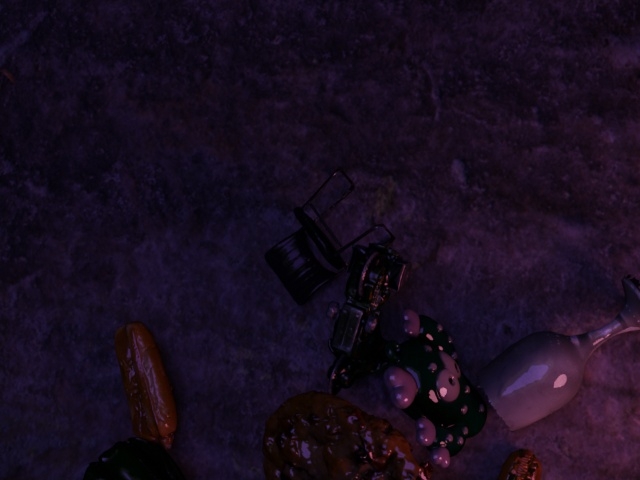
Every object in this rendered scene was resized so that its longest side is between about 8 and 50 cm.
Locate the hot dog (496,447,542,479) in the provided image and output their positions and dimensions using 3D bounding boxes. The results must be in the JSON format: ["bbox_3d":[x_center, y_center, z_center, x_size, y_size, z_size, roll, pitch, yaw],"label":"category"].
[{"bbox_3d":[0.323,0.442,1.808,0.072,0.055,0.188,15,81,14],"label":"hot dog"}]

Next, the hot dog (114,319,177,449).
[{"bbox_3d":[-0.316,0.268,1.985,0.102,0.076,0.249,-30,71,40],"label":"hot dog"}]

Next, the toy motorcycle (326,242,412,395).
[{"bbox_3d":[0.079,0.131,1.848,0.125,0.187,0.274,20,103,19],"label":"toy motorcycle"}]

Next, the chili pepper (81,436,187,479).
[{"bbox_3d":[-0.305,0.481,1.896,0.174,0.165,0.261,-34,80,-7],"label":"chili pepper"}]

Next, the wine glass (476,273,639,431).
[{"bbox_3d":[0.419,0.193,1.795,0.321,0.143,0.143,-30,73,5],"label":"wine glass"}]

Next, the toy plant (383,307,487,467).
[{"bbox_3d":[0.184,0.243,1.789,0.112,0.232,0.243,-28,101,30],"label":"toy plant"}]

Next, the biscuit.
[{"bbox_3d":[0.036,0.406,1.797,0.334,0.081,0.289,16,115,30],"label":"biscuit"}]

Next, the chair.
[{"bbox_3d":[0.000,0.000,1.931,0.221,0.145,0.140,-37,72,5],"label":"chair"}]
